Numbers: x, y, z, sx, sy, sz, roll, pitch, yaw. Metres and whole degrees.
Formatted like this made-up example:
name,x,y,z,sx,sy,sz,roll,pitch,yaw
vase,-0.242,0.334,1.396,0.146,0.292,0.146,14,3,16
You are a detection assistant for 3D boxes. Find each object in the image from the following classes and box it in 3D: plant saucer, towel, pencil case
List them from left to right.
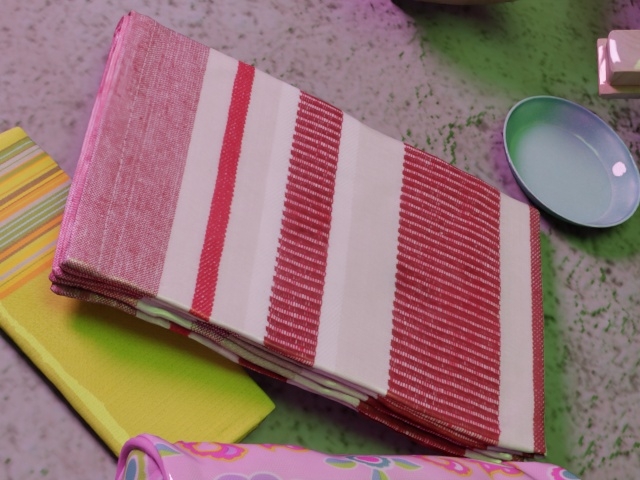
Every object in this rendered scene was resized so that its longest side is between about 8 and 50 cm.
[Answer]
name,x,y,z,sx,sy,sz,roll,pitch,yaw
towel,-0.139,0.041,0.899,0.237,0.021,0.102,46,51,8
towel,0.000,0.000,0.981,0.329,0.037,0.237,25,44,-17
pencil case,0.023,0.171,0.831,0.284,0.124,0.124,7,54,-27
plant saucer,0.183,-0.055,1.146,0.119,0.021,0.119,15,52,-20

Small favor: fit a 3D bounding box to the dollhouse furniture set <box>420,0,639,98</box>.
name,x,y,z,sx,sy,sz,roll,pitch,yaw
dollhouse furniture set,0.155,-0.212,1.234,0.356,0.174,0.303,-1,69,4
